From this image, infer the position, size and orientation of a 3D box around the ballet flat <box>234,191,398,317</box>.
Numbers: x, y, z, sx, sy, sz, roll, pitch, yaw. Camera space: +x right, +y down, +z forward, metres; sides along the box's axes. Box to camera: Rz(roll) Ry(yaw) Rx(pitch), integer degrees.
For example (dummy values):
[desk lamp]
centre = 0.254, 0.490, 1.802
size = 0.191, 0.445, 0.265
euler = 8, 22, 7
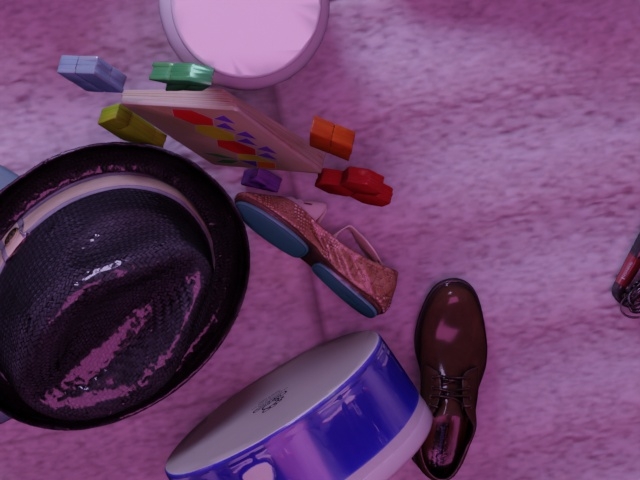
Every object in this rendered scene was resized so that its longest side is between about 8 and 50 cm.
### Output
[ballet flat]
centre = 0.000, 0.000, 1.447
size = 0.206, 0.073, 0.067
euler = 40, 68, -12

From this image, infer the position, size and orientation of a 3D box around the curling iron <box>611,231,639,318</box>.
[curling iron]
centre = 0.396, -0.040, 1.476
size = 0.068, 0.035, 0.274
euler = 19, 98, -11

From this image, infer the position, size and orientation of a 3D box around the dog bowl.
[dog bowl]
centre = -0.024, 0.205, 1.369
size = 0.265, 0.265, 0.104
euler = -32, 97, 1

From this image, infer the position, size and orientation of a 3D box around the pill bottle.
[pill bottle]
centre = -0.074, -0.228, 1.288
size = 0.162, 0.278, 0.162
euler = -1, 99, -5

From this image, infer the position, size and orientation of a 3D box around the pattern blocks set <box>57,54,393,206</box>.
[pattern blocks set]
centre = -0.089, -0.107, 1.297
size = 0.286, 0.325, 0.026
euler = 8, 77, 23

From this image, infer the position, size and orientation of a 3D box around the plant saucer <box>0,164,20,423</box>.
[plant saucer]
centre = -0.413, 0.062, 1.431
size = 0.318, 0.043, 0.317
euler = -1, 100, -3

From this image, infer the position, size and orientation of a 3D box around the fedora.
[fedora]
centre = -0.213, 0.071, 1.350
size = 0.334, 0.152, 0.334
euler = -7, 113, -16

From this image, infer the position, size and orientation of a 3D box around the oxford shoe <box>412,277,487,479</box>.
[oxford shoe]
centre = 0.145, 0.156, 1.460
size = 0.083, 0.096, 0.227
euler = 1, 97, -3
